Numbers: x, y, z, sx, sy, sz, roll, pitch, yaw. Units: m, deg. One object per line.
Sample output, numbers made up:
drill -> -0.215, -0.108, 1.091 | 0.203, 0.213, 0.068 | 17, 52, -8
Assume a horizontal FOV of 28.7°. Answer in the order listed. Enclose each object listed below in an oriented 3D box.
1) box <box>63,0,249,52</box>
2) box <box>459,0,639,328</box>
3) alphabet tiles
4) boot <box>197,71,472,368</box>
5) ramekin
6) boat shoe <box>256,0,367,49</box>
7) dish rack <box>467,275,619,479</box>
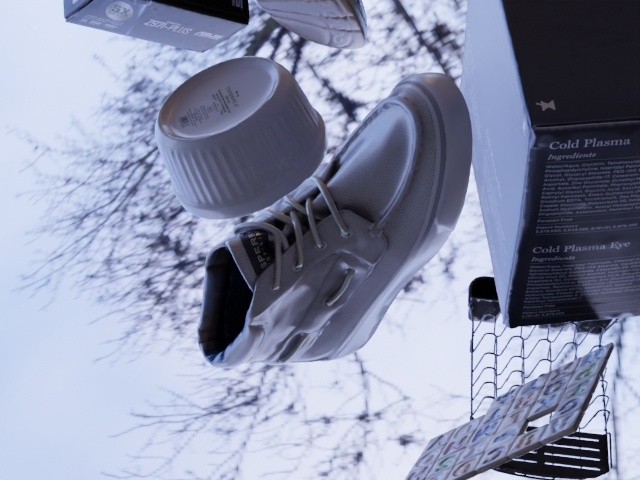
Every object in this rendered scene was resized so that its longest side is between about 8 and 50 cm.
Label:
box -> -0.148, -0.273, 1.107 | 0.147, 0.077, 0.180 | 8, -109, -40
box -> 0.258, -0.140, 1.279 | 0.179, 0.312, 0.343 | -5, -126, 0
alphabet tiles -> 0.192, 0.197, 1.323 | 0.009, 0.237, 0.198 | 56, -150, -5
boot -> 0.000, 0.000, 0.825 | 0.123, 0.258, 0.095 | -9, -130, -32
ramekin -> -0.103, -0.133, 1.527 | 0.207, 0.207, 0.109 | -48, -48, -25
boat shoe -> -0.025, -0.263, 1.073 | 0.285, 0.102, 0.092 | 42, -117, -53
dish rack -> 0.292, 0.184, 1.656 | 0.208, 0.074, 0.272 | 6, -127, 0
